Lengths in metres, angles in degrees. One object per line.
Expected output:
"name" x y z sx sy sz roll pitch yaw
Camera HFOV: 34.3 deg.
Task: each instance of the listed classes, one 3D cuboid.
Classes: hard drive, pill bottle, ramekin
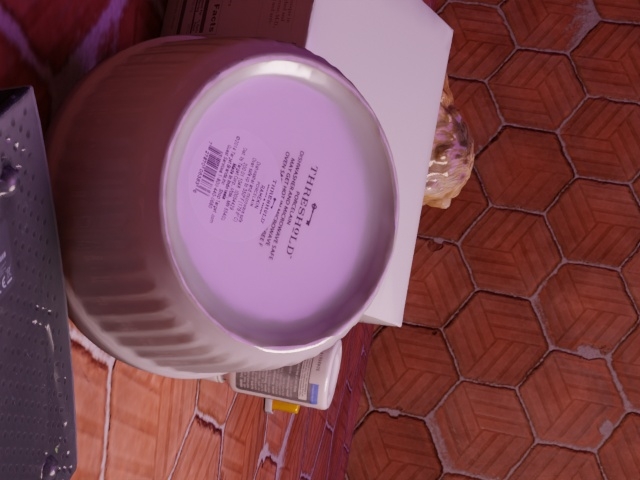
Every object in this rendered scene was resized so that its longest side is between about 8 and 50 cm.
"hard drive" -0.178 0.069 0.497 0.172 0.054 0.255 -67 164 -54
"pill bottle" -0.052 0.124 1.071 0.078 0.137 0.078 11 90 -81
"ramekin" -0.049 -0.020 0.599 0.207 0.109 0.207 -1 91 -38

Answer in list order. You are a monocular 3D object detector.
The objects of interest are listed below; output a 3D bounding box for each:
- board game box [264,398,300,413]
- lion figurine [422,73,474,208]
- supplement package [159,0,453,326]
"board game box" 0.000 0.000 1.539 0.390 0.050 0.390 -61 159 -63
"lion figurine" 0.050 -0.233 1.008 0.142 0.240 0.393 -43 141 -75
"supplement package" -0.020 -0.081 0.817 0.204 0.145 0.262 23 76 -54
